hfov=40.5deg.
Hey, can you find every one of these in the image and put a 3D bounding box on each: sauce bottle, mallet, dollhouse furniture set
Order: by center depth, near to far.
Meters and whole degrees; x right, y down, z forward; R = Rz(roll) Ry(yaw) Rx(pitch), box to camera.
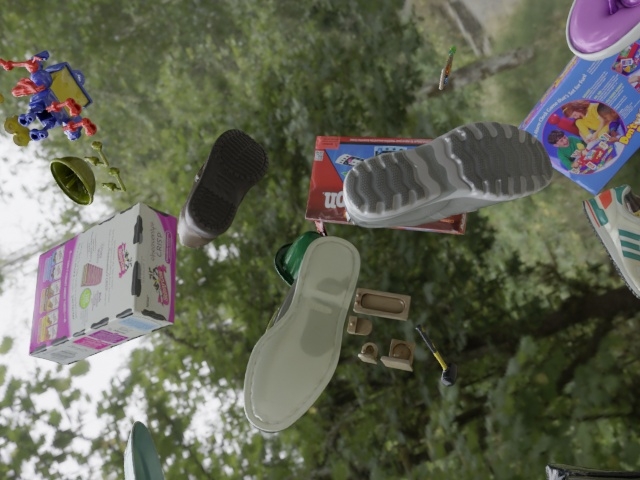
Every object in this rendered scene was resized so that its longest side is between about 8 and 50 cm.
[{"bbox_3d":[0.609,-0.060,1.682,0.128,0.042,0.042,43,-158,-37],"label":"sauce bottle"},{"bbox_3d":[0.126,0.173,1.764,0.123,0.144,0.151,57,-137,-74],"label":"dollhouse furniture set"},{"bbox_3d":[0.303,0.289,2.256,0.190,0.039,0.062,60,-150,-13],"label":"mallet"}]

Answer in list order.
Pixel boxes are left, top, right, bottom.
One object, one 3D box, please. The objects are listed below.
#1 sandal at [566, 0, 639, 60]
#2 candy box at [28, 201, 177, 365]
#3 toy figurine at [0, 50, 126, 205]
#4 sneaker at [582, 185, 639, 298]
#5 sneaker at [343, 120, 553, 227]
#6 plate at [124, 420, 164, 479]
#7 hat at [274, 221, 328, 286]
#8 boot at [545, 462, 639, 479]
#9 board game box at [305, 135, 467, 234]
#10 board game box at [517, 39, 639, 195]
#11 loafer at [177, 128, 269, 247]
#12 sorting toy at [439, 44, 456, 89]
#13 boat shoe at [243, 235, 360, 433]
[{"bbox_3d":[0.481,-0.452,1.236,0.102,0.416,0.169,25,-159,-33],"label":"sandal"},{"bbox_3d":[-0.299,0.064,1.192,0.071,0.233,0.159,25,-127,-44],"label":"candy box"},{"bbox_3d":[-0.522,-0.280,1.839,0.363,0.191,0.217,59,-149,-32],"label":"toy figurine"},{"bbox_3d":[0.412,0.002,1.139,0.161,0.075,0.057,61,-165,6],"label":"sneaker"},{"bbox_3d":[0.157,-0.079,1.110,0.115,0.281,0.105,117,143,-72],"label":"sneaker"},{"bbox_3d":[-0.245,0.347,1.213,0.188,0.024,0.188,165,90,-88],"label":"plate"},{"bbox_3d":[0.000,0.000,1.947,0.208,0.184,0.173,36,-142,12],"label":"hat"},{"bbox_3d":[0.558,0.376,1.169,0.367,0.445,0.146,89,-172,-77],"label":"boot"},{"bbox_3d":[0.107,-0.093,1.394,0.027,0.281,0.145,12,-96,-57],"label":"board game box"},{"bbox_3d":[0.634,-0.302,1.947,0.233,0.347,0.078,33,-146,-3],"label":"board game box"},{"bbox_3d":[-0.231,-0.118,1.915,0.134,0.130,0.366,41,-141,-11],"label":"loafer"},{"bbox_3d":[0.263,-0.358,1.785,0.083,0.012,0.062,92,-159,-49],"label":"sorting toy"},{"bbox_3d":[-0.023,0.136,1.187,0.091,0.109,0.305,106,-174,-56],"label":"boat shoe"}]
